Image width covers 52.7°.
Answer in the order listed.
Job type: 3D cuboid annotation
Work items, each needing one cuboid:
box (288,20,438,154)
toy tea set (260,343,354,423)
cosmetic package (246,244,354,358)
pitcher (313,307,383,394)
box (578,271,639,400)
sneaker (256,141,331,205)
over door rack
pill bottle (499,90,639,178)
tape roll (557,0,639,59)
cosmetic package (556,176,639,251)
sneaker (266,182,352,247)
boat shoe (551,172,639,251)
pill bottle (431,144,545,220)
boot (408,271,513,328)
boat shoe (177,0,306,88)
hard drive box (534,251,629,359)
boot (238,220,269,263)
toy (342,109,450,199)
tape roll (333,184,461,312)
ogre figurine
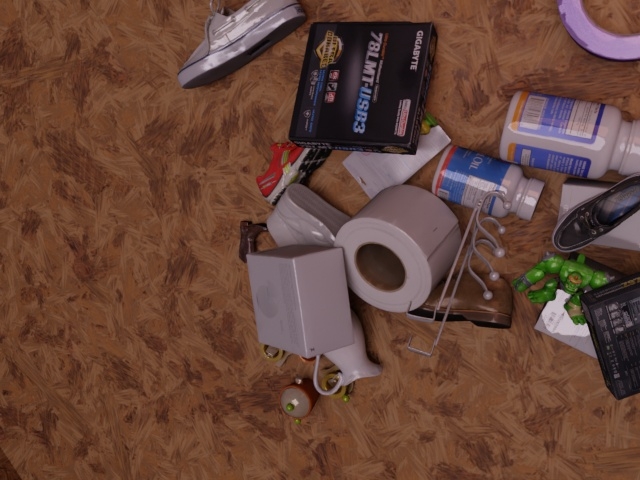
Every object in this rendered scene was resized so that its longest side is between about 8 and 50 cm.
[{"bbox_3d":[0.095,-0.348,1.463,0.294,0.073,0.295,8,81,24],"label":"box"},{"bbox_3d":[-0.074,0.318,1.702,0.200,0.124,0.336,-37,85,26],"label":"toy tea set"},{"bbox_3d":[-0.048,0.131,1.493,0.225,0.138,0.223,4,103,58],"label":"cosmetic package"},{"bbox_3d":[0.035,0.272,1.631,0.178,0.125,0.207,-28,93,-5],"label":"pitcher"},{"bbox_3d":[0.633,0.181,1.271,0.184,0.059,0.232,-22,109,7],"label":"box"},{"bbox_3d":[-0.069,-0.213,1.605,0.279,0.107,0.118,-48,71,22],"label":"sneaker"},{"bbox_3d":[0.301,0.087,1.345,0.108,0.239,0.324,29,70,21],"label":"over door rack"},{"bbox_3d":[0.517,-0.210,1.317,0.272,0.152,0.152,16,107,20],"label":"pill bottle"},{"bbox_3d":[0.606,-0.489,1.254,0.275,0.090,0.274,5,102,22],"label":"tape roll"},{"bbox_3d":[0.615,-0.053,1.328,0.238,0.107,0.127,7,106,24],"label":"cosmetic package"},{"bbox_3d":[0.000,0.000,1.630,0.293,0.108,0.169,41,135,-1],"label":"sneaker"},{"bbox_3d":[0.549,-0.048,1.262,0.229,0.076,0.080,-36,85,30],"label":"boat shoe"},{"bbox_3d":[0.368,-0.122,1.417,0.222,0.124,0.124,21,109,17],"label":"pill bottle"},{"bbox_3d":[0.301,0.133,1.531,0.306,0.112,0.115,4,76,25],"label":"boot"},{"bbox_3d":[-0.223,-0.520,1.588,0.367,0.136,0.156,-27,89,23],"label":"boat shoe"},{"bbox_3d":[0.609,0.156,1.388,0.232,0.089,0.181,27,111,17],"label":"hard drive box"},{"bbox_3d":[-0.175,0.009,1.731,0.107,0.037,0.114,12,102,35],"label":"boot"},{"bbox_3d":[0.181,-0.209,1.518,0.237,0.056,0.136,-42,81,30],"label":"toy"},{"bbox_3d":[0.174,0.017,1.462,0.246,0.169,0.246,21,132,26],"label":"tape roll"},{"bbox_3d":[0.506,0.091,1.324,0.197,0.097,0.118,35,131,30],"label":"ogre figurine"}]
